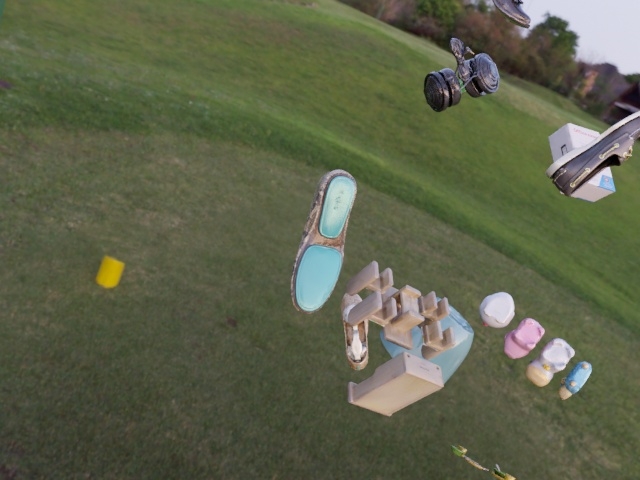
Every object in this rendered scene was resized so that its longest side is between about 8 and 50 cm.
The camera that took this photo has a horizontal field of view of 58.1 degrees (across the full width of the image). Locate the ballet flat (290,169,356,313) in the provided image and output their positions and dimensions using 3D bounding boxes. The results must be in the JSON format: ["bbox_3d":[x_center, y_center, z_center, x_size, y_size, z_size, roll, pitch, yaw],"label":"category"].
[{"bbox_3d":[0.000,0.000,1.926,0.164,0.482,0.182,15,0,-20],"label":"ballet flat"}]

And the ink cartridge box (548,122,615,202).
[{"bbox_3d":[0.787,-0.234,1.741,0.148,0.086,0.203,11,63,-24],"label":"ink cartridge box"}]

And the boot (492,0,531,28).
[{"bbox_3d":[0.572,-0.766,1.636,0.263,0.229,0.091,49,24,6],"label":"boot"}]

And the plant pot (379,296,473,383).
[{"bbox_3d":[0.398,0.345,2.052,0.293,0.235,0.293,38,15,-12],"label":"plant pot"}]

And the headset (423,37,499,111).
[{"bbox_3d":[0.444,-0.532,1.850,0.394,0.244,0.185,-45,116,-74],"label":"headset"}]

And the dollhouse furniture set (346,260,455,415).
[{"bbox_3d":[0.144,0.206,1.180,0.212,0.161,0.242,27,42,-27],"label":"dollhouse furniture set"}]

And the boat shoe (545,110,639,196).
[{"bbox_3d":[0.550,-0.167,1.107,0.068,0.228,0.081,60,8,21],"label":"boat shoe"}]

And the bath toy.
[{"bbox_3d":[0.605,0.300,1.682,0.348,0.151,0.129,44,1,15],"label":"bath toy"}]

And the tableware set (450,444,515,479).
[{"bbox_3d":[0.378,0.518,1.335,0.154,0.024,0.104,22,-10,40],"label":"tableware set"}]

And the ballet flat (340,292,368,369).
[{"bbox_3d":[0.093,0.232,1.502,0.073,0.206,0.067,-8,-13,0],"label":"ballet flat"}]
